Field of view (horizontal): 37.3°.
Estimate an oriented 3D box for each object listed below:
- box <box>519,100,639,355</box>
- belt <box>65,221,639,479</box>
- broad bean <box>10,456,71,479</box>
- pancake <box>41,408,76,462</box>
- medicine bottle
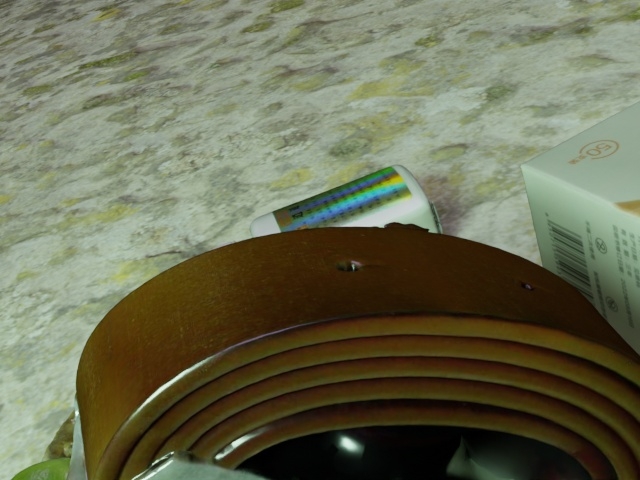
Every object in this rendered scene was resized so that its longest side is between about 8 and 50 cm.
[{"bbox_3d":[0.333,0.005,0.646,0.225,0.143,0.341,-28,30,-14],"label":"box"},{"bbox_3d":[0.033,0.108,0.531,0.339,0.217,0.122,5,23,-15],"label":"belt"},{"bbox_3d":[-0.208,0.201,0.739,0.083,0.045,0.063,-7,68,26],"label":"broad bean"},{"bbox_3d":[-0.168,0.161,0.815,0.152,0.025,0.151,-15,27,8],"label":"pancake"},{"bbox_3d":[0.000,0.000,0.938,0.219,0.078,0.115,-22,29,-3],"label":"medicine bottle"}]
